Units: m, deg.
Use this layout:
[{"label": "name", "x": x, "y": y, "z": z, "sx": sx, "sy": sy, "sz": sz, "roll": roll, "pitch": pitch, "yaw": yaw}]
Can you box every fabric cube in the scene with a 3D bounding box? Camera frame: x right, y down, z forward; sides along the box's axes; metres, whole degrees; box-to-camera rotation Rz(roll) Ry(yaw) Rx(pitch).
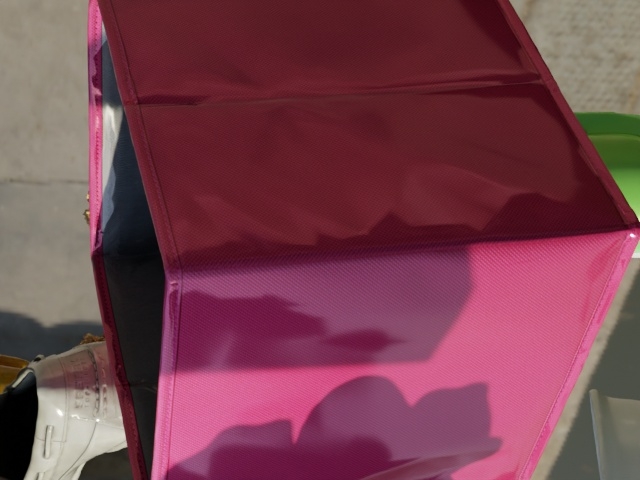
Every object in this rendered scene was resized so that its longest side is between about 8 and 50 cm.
[{"label": "fabric cube", "x": 0.000, "y": 0.000, "z": 0.796, "sx": 0.258, "sy": 0.259, "sz": 0.254, "roll": -7, "pitch": 137, "yaw": -15}]

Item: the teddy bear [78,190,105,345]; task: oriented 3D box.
[{"label": "teddy bear", "x": -0.137, "y": 0.073, "z": 1.351, "sx": 0.245, "sy": 0.338, "sz": 0.113, "roll": 2, "pitch": 175, "yaw": -13}]

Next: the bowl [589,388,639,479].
[{"label": "bowl", "x": 0.395, "y": 0.312, "z": 1.466, "sx": 0.134, "sy": 0.298, "sz": 0.298, "roll": -8, "pitch": 135, "yaw": 10}]

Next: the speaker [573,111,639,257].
[{"label": "speaker", "x": 0.201, "y": -0.049, "z": 1.137, "sx": 0.296, "sy": 0.131, "sz": 0.131, "roll": 1, "pitch": 137, "yaw": 19}]

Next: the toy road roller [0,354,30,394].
[{"label": "toy road roller", "x": -0.405, "y": 0.182, "z": 1.290, "sx": 0.240, "sy": 0.203, "sz": 0.329, "roll": 2, "pitch": 169, "yaw": 33}]

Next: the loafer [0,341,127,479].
[{"label": "loafer", "x": -0.246, "y": 0.161, "z": 1.063, "sx": 0.111, "sy": 0.112, "sz": 0.319, "roll": 3, "pitch": 152, "yaw": -34}]
